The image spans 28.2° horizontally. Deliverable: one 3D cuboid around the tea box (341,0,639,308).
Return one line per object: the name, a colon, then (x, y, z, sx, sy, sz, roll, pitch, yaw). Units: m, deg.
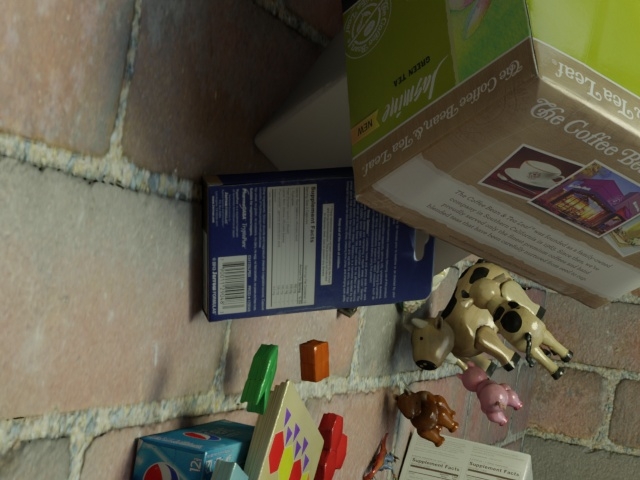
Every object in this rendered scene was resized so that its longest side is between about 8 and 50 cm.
tea box: (0.210, -0.158, 1.183, 0.329, 0.220, 0.323, 24, 49, -34)

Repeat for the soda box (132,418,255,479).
soda box: (-0.103, 0.215, 1.197, 0.210, 0.067, 0.071, 11, 88, -72)

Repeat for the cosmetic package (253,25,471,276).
cosmetic package: (0.131, -0.173, 1.418, 0.230, 0.161, 0.453, 47, 39, -13)

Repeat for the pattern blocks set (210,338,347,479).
pattern blocks set: (-0.041, 0.230, 1.242, 0.325, 0.026, 0.285, 76, 28, -52)

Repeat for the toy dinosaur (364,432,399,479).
toy dinosaur: (0.085, 0.336, 1.916, 0.082, 0.047, 0.090, 23, 43, -63)

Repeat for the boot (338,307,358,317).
boot: (0.119, -0.030, 1.681, 0.263, 0.091, 0.229, -68, 165, 16)

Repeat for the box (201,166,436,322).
box: (0.000, 0.000, 1.207, 0.036, 0.225, 0.136, -130, -141, -64)

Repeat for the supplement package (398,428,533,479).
supplement package: (0.251, 0.457, 2.180, 0.262, 0.204, 0.145, 71, 34, -55)

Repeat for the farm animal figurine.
farm animal figurine: (0.230, 0.139, 1.942, 0.330, 0.172, 0.326, -40, -168, 38)

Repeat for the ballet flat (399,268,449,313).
ballet flat: (0.153, 0.018, 1.882, 0.091, 0.077, 0.241, -61, 154, -46)
